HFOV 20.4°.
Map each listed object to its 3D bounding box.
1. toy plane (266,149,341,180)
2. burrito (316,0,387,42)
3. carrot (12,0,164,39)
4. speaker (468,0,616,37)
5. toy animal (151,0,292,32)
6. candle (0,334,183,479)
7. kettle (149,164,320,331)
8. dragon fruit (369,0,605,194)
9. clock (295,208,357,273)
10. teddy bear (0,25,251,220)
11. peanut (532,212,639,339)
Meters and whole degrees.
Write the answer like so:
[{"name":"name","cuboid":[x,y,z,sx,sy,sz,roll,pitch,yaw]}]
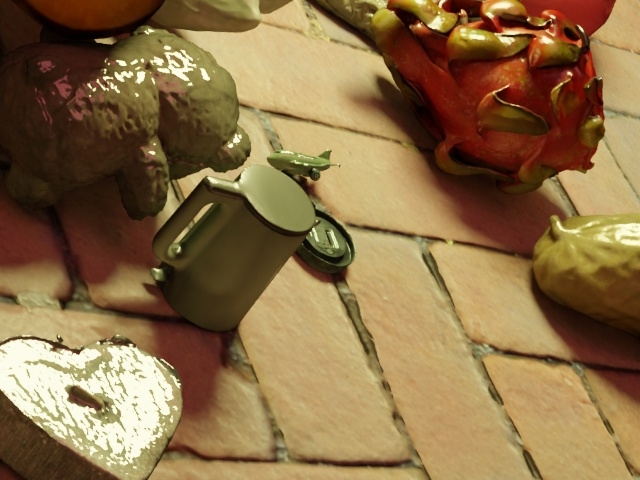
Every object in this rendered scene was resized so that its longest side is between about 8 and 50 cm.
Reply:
[{"name":"toy plane","cuboid":[-0.022,-0.085,1.980,0.083,0.033,0.080,-1,13,-24]},{"name":"burrito","cuboid":[0.050,-0.307,2.297,0.229,0.058,0.063,33,38,-8]},{"name":"carrot","cuboid":[-0.229,-0.329,1.781,0.224,0.224,0.340,30,18,-18]},{"name":"speaker","cuboid":[0.291,-0.413,2.556,0.294,0.294,0.294,27,36,-21]},{"name":"toy animal","cuboid":[-0.157,-0.355,2.057,0.308,0.188,0.266,28,65,-1]},{"name":"candle","cuboid":[-0.195,0.158,1.491,0.192,0.068,0.168,7,43,-39]},{"name":"kettle","cuboid":[-0.089,-0.001,1.711,0.127,0.148,0.098,34,34,-10]},{"name":"dragon fruit","cuboid":[0.221,-0.199,2.202,0.307,0.243,0.227,62,-6,-1]},{"name":"clock","cuboid":[0.000,0.000,1.921,0.085,0.017,0.085,27,35,-21]},{"name":"teddy bear","cuboid":[-0.206,-0.127,1.735,0.267,0.151,0.236,-10,60,-49]},{"name":"peanut","cuboid":[0.399,0.051,2.146,0.291,0.159,0.143,25,62,-24]}]
